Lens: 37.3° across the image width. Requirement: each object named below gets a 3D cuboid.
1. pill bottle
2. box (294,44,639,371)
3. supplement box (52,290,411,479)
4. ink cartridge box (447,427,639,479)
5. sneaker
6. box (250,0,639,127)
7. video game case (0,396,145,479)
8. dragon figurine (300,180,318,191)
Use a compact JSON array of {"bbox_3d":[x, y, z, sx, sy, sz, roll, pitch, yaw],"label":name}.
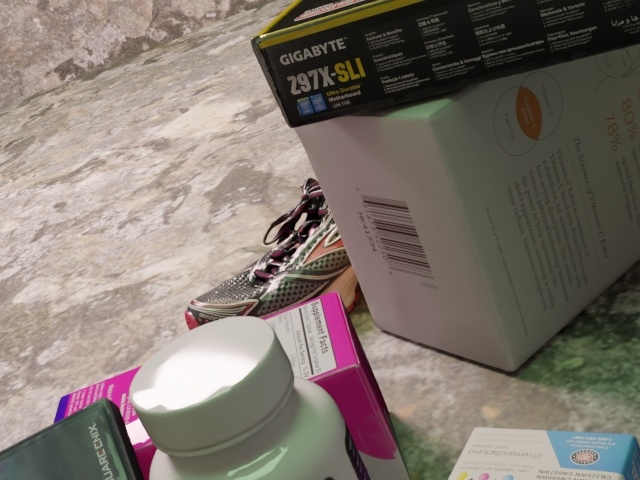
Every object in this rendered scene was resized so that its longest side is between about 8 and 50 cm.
[{"bbox_3d":[-0.026,0.142,0.509,0.108,0.193,0.108,-19,23,8],"label":"pill bottle"},{"bbox_3d":[0.182,-0.089,0.791,0.345,0.215,0.168,-34,26,-27],"label":"box"},{"bbox_3d":[-0.063,0.140,0.650,0.220,0.111,0.114,-20,24,3],"label":"supplement box"},{"bbox_3d":[0.103,0.173,0.460,0.092,0.090,0.143,-5,28,34],"label":"ink cartridge box"},{"bbox_3d":[0.000,0.000,0.893,0.299,0.112,0.121,-32,25,-19],"label":"sneaker"},{"bbox_3d":[0.145,-0.196,0.688,0.322,0.079,0.257,-10,25,28],"label":"box"},{"bbox_3d":[-0.211,0.235,0.535,0.274,0.026,0.196,-27,58,-2],"label":"video game case"},{"bbox_3d":[0.030,-0.115,1.143,0.085,0.144,0.289,-16,5,18],"label":"dragon figurine"}]
